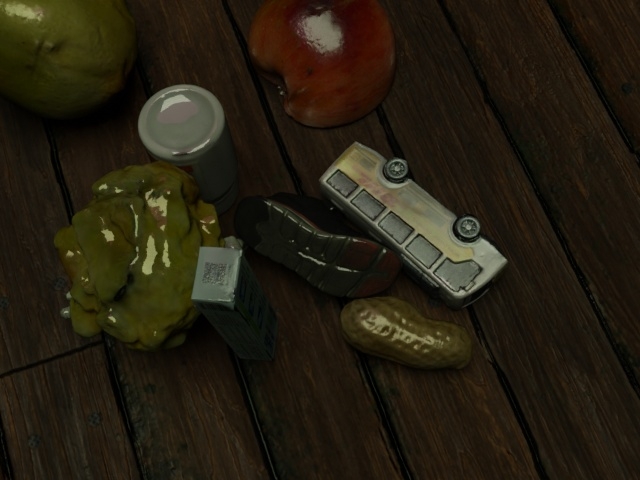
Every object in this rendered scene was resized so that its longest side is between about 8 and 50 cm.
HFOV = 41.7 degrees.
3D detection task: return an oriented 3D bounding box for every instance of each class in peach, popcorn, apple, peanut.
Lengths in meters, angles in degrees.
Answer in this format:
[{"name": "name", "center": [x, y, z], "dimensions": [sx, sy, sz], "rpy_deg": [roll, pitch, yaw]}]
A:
[{"name": "peach", "center": [-0.487, -0.365, 1.490], "dimensions": [0.315, 0.281, 0.314], "rpy_deg": [24, 30, -18]}, {"name": "popcorn", "center": [-0.268, 0.027, 1.264], "dimensions": [0.252, 0.215, 0.286], "rpy_deg": [-4, 72, -6]}, {"name": "apple", "center": [-0.002, -0.373, 1.542], "dimensions": [0.251, 0.163, 0.293], "rpy_deg": [-42, 72, -15]}, {"name": "peanut", "center": [0.140, 0.150, 1.368], "dimensions": [0.226, 0.095, 0.108], "rpy_deg": [18, 74, 7]}]

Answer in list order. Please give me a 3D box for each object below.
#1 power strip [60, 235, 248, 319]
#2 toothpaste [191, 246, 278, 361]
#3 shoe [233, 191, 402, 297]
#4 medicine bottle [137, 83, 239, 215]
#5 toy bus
[{"name": "power strip", "center": [-0.272, 0.074, 1.409], "dimensions": [0.338, 0.098, 0.058], "rpy_deg": [-18, 72, -5]}, {"name": "toothpaste", "center": [-0.121, 0.106, 1.264], "dimensions": [0.067, 0.336, 0.081], "rpy_deg": [4, 70, 7]}, {"name": "shoe", "center": [0.000, 0.000, 1.418], "dimensions": [0.291, 0.137, 0.114], "rpy_deg": [26, 113, 7]}, {"name": "medicine bottle", "center": [-0.211, -0.140, 1.410], "dimensions": [0.144, 0.252, 0.144], "rpy_deg": [-2, 67, 4]}, {"name": "toy bus", "center": [0.156, -0.029, 1.437], "dimensions": [0.342, 0.097, 0.138], "rpy_deg": [42, 78, 16]}]
